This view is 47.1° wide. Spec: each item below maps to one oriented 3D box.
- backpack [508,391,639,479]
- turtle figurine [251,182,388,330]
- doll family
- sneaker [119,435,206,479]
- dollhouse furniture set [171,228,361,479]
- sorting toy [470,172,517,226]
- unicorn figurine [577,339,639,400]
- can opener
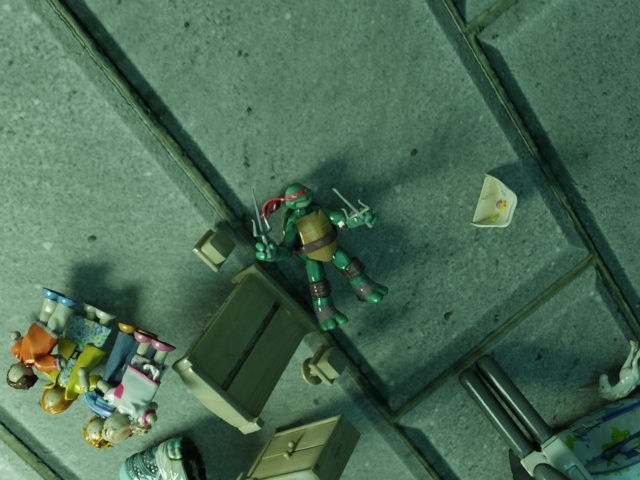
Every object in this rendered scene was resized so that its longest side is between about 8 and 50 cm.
[{"bbox_3d":[0.553,0.409,1.256,0.355,0.273,0.290,-25,98,-22],"label":"backpack"},{"bbox_3d":[0.000,0.000,1.042,0.175,0.118,0.234,-26,107,-1],"label":"turtle figurine"},{"bbox_3d":[-0.295,0.184,0.980,0.263,0.118,0.163,20,82,24],"label":"doll family"},{"bbox_3d":[-0.219,0.429,1.117,0.122,0.110,0.283,-12,106,6],"label":"sneaker"},{"bbox_3d":[-0.138,0.221,1.023,0.355,0.174,0.303,47,44,-14],"label":"dollhouse furniture set"},{"bbox_3d":[0.275,-0.053,1.128,0.045,0.075,0.083,11,101,-18],"label":"sorting toy"},{"bbox_3d":[0.550,0.229,1.289,0.162,0.060,0.111,8,102,-17],"label":"unicorn figurine"},{"bbox_3d":[0.331,0.306,1.154,0.076,0.095,0.283,-37,74,-4],"label":"can opener"}]
